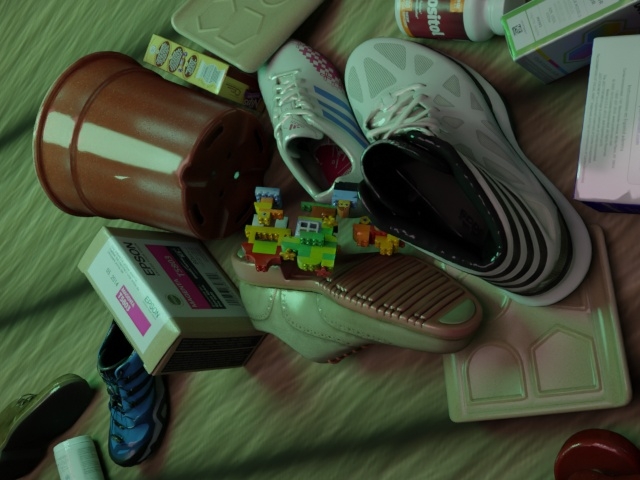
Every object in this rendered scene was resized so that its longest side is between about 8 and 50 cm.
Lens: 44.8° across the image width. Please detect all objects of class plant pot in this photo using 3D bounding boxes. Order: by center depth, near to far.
[{"bbox_3d":[-0.241,-0.130,1.190,0.265,0.272,0.272,19,96,26],"label":"plant pot"}]

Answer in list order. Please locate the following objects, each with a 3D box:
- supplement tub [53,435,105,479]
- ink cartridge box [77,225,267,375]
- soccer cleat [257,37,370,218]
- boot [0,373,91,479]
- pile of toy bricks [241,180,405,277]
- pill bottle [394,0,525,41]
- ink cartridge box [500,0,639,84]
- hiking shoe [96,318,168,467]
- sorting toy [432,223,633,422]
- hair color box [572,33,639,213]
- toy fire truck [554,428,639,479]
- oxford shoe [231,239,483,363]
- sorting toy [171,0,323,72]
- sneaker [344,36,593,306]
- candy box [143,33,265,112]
[{"bbox_3d":[-0.420,0.405,1.361,0.071,0.071,0.107,-35,66,28],"label":"supplement tub"},{"bbox_3d":[-0.222,0.087,1.178,0.234,0.193,0.088,48,112,28],"label":"ink cartridge box"},{"bbox_3d":[-0.018,-0.176,1.092,0.116,0.143,0.331,-42,63,24],"label":"soccer cleat"},{"bbox_3d":[-0.534,0.320,1.435,0.305,0.112,0.115,-44,52,26],"label":"boot"},{"bbox_3d":[0.000,0.000,0.981,0.212,0.118,0.105,5,57,6],"label":"pile of toy bricks"},{"bbox_3d":[0.179,-0.301,1.000,0.152,0.086,0.086,14,93,35],"label":"pill bottle"},{"bbox_3d":[0.324,-0.260,0.880,0.209,0.109,0.062,-23,73,31],"label":"ink cartridge box"},{"bbox_3d":[-0.320,0.223,1.270,0.113,0.132,0.303,11,92,35],"label":"hiking shoe"},{"bbox_3d":[0.244,0.058,0.952,0.229,0.041,0.307,-15,71,34],"label":"sorting toy"},{"bbox_3d":[0.447,-0.112,0.781,0.339,0.110,0.185,7,88,37],"label":"hair color box"},{"bbox_3d":[0.356,0.328,0.781,0.302,0.169,0.253,-22,92,33],"label":"toy fire truck"},{"bbox_3d":[0.044,0.096,1.039,0.397,0.141,0.146,14,118,45],"label":"oxford shoe"},{"bbox_3d":[-0.108,-0.359,1.199,0.193,0.038,0.208,-48,55,-7],"label":"sorting toy"},{"bbox_3d":[0.118,-0.128,0.899,0.169,0.258,0.447,-46,55,19],"label":"sneaker"},{"bbox_3d":[-0.181,-0.266,1.235,0.187,0.109,0.053,27,98,34],"label":"candy box"}]
